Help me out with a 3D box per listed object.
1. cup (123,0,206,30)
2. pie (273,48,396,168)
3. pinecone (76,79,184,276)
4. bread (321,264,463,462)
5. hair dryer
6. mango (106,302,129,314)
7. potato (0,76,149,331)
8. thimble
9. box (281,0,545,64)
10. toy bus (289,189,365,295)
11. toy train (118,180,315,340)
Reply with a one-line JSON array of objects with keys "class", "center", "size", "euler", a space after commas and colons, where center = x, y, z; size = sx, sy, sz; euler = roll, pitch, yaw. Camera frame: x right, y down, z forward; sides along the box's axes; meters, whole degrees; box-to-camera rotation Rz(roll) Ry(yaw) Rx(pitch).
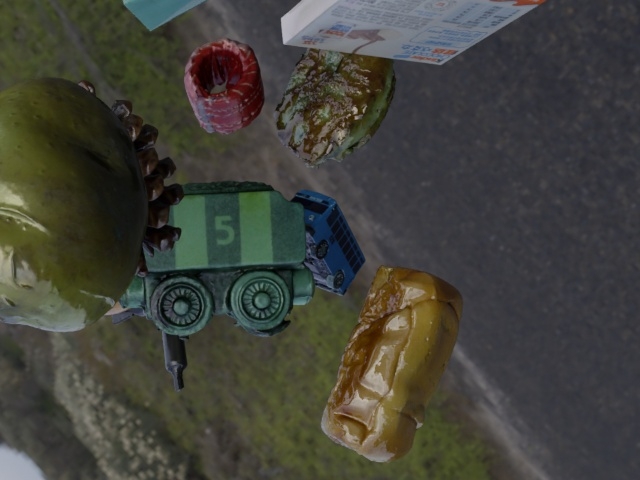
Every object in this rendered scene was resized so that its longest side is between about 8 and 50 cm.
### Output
[{"class": "cup", "center": [-0.228, -0.484, 2.078], "size": [0.236, 0.148, 0.134], "euler": [-17, 111, 26]}, {"class": "pie", "center": [0.034, -0.317, 2.518], "size": [0.103, 0.354, 0.288], "euler": [30, 171, -40]}, {"class": "pinecone", "center": [-0.291, -0.053, 1.436], "size": [0.264, 0.264, 0.264], "euler": [43, 164, 15]}, {"class": "bread", "center": [0.111, 0.190, 1.771], "size": [0.132, 0.294, 0.167], "euler": [16, 168, 26]}, {"class": "hair dryer", "center": [-0.269, 0.149, 1.936], "size": [0.078, 0.196, 0.248], "euler": [35, -144, -47]}, {"class": "mango", "center": [-0.397, 0.001, 1.866], "size": [0.290, 0.160, 0.191], "euler": [34, 149, 0]}, {"class": "potato", "center": [-0.227, -0.032, 0.979], "size": [0.169, 0.144, 0.248], "euler": [47, -153, -47]}, {"class": "thimble", "center": [-0.205, -0.336, 2.498], "size": [0.125, 0.163, 0.189], "euler": [80, -173, -56]}, {"class": "box", "center": [0.125, -0.314, 1.563], "size": [0.265, 0.274, 0.048], "euler": [-25, 67, 56]}, {"class": "toy bus", "center": [0.000, 0.000, 1.981], "size": [0.090, 0.106, 0.184], "euler": [21, 153, 35]}, {"class": "toy train", "center": [-0.160, 0.028, 1.767], "size": [0.167, 0.299, 0.238], "euler": [-165, 73, -75]}]
